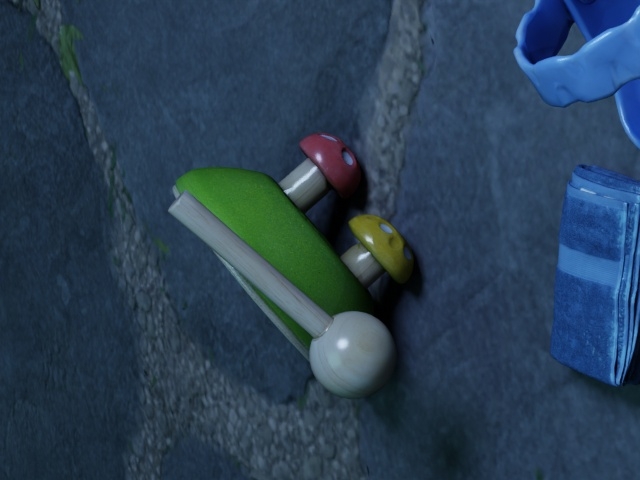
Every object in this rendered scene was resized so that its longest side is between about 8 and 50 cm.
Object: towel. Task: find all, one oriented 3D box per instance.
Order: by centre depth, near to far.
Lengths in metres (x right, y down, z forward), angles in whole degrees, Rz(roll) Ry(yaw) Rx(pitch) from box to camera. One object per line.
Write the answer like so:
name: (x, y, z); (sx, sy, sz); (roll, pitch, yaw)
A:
towel: (0.159, 0.020, 0.858); (0.067, 0.029, 0.119); (23, 116, 50)

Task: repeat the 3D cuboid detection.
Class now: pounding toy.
pounding toy: (0.000, 0.000, 0.991); (0.183, 0.110, 0.237); (49, -179, -5)

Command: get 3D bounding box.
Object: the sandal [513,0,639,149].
sandal: (0.153, -0.185, 0.734); (0.126, 0.138, 0.317); (-10, 87, 56)
